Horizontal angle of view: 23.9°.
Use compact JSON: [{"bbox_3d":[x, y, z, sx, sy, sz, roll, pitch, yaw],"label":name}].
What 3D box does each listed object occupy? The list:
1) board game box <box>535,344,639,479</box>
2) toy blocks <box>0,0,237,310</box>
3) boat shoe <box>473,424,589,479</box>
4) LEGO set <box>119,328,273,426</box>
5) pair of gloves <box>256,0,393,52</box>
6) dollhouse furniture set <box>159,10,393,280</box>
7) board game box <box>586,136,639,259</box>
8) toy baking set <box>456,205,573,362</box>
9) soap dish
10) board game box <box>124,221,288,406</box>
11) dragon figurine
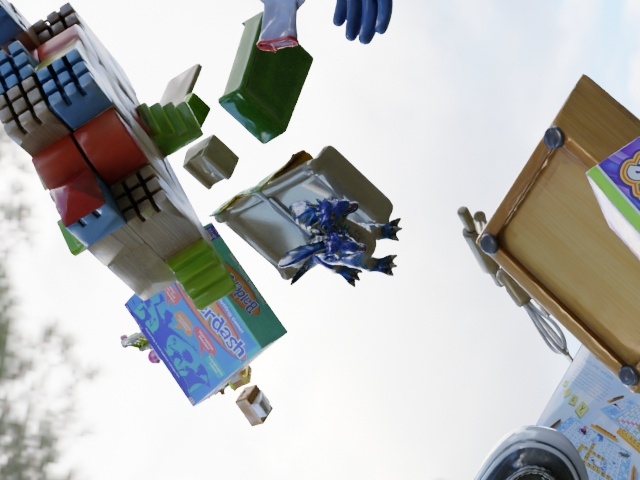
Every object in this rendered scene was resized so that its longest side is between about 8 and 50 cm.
[{"bbox_3d":[0.450,0.313,2.281,0.066,0.319,0.318,26,-83,-31],"label":"board game box"},{"bbox_3d":[-0.248,-0.118,1.566,0.381,0.191,0.261,61,-176,29],"label":"toy blocks"},{"bbox_3d":[0.158,0.330,1.315,0.119,0.121,0.335,-24,-52,-73],"label":"boat shoe"},{"bbox_3d":[-0.180,0.168,2.072,0.287,0.107,0.132,49,-165,-51],"label":"LEGO set"},{"bbox_3d":[0.012,-0.261,1.455,0.023,0.198,0.159,16,-101,-52],"label":"pair of gloves"},{"bbox_3d":[-0.057,-0.115,1.976,0.301,0.198,0.151,42,-139,-27],"label":"dollhouse furniture set"},{"bbox_3d":[0.379,0.011,1.052,0.233,0.347,0.078,-35,-43,1],"label":"board game box"},{"bbox_3d":[0.261,0.064,2.030,0.030,0.197,0.256,-35,-45,-3],"label":"toy baking set"},{"bbox_3d":[0.316,0.003,1.603,0.118,0.291,0.229,-25,-27,-45],"label":"soap dish"},{"bbox_3d":[-0.142,0.093,1.821,0.047,0.210,0.160,-30,-98,-37],"label":"board game box"},{"bbox_3d":[0.000,0.000,1.836,0.144,0.289,0.085,15,-101,-29],"label":"dragon figurine"}]
